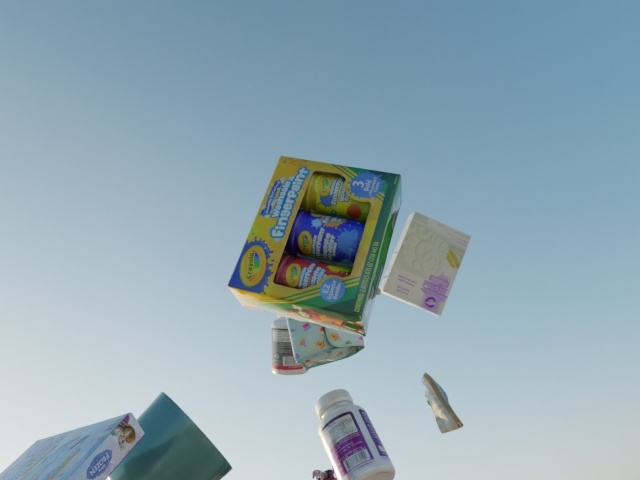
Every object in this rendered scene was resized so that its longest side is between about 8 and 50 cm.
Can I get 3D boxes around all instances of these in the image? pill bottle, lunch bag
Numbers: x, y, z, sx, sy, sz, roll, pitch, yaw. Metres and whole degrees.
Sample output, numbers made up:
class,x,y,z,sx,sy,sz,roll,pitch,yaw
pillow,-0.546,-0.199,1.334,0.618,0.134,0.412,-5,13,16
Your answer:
class,x,y,z,sx,sy,sz,roll,pitch,yaw
pill bottle,0.093,0.619,1.594,0.170,0.301,0.169,-14,-48,-16
lunch bag,0.023,0.336,1.926,0.263,0.223,0.160,-21,-34,11
pill bottle,-0.143,0.459,2.419,0.177,0.318,0.176,-1,-4,0

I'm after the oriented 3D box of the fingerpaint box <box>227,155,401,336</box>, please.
class,x,y,z,sx,sy,sz,roll,pitch,yaw
fingerpaint box,0.000,0.000,1.453,0.372,0.444,0.163,12,-26,16

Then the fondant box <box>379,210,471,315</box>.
class,x,y,z,sx,sy,sz,roll,pitch,yaw
fondant box,0.394,0.088,1.949,0.239,0.330,0.096,23,-6,-3

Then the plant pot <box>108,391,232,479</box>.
class,x,y,z,sx,sy,sz,roll,pitch,yaw
plant pot,-0.423,0.599,1.389,0.235,0.293,0.293,-42,-27,-25

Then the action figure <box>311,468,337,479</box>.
class,x,y,z,sx,sy,sz,roll,pitch,yaw
action figure,0.015,0.870,1.616,0.371,0.248,0.275,-14,-33,-14

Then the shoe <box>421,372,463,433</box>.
class,x,y,z,sx,sy,sz,roll,pitch,yaw
shoe,0.308,0.429,1.374,0.058,0.219,0.076,-40,-71,6

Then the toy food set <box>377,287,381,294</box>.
class,x,y,z,sx,sy,sz,roll,pitch,yaw
toy food set,0.128,0.168,1.693,0.111,0.232,0.104,15,-4,-20

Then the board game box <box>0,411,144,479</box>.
class,x,y,z,sx,sy,sz,roll,pitch,yaw
board game box,-0.565,0.497,1.021,0.318,0.318,0.065,-22,-78,24
